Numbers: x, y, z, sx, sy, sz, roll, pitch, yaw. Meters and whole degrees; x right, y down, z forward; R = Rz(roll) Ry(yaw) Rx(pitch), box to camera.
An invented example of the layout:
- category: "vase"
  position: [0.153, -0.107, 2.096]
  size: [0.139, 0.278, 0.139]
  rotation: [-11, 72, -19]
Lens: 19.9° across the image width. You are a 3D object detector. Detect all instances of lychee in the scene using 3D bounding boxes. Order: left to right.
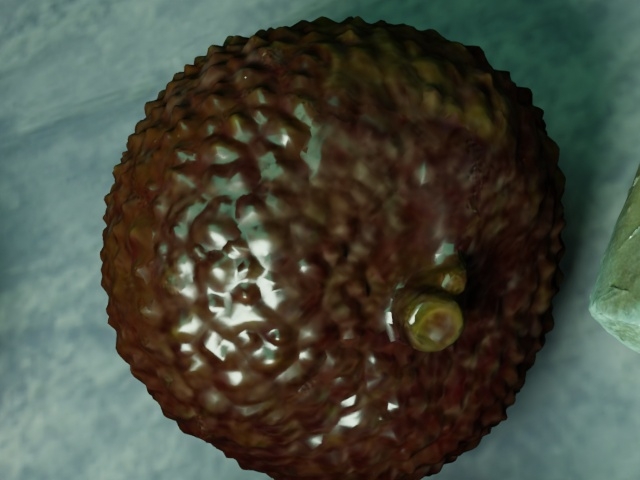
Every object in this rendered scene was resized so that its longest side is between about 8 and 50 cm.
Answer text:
- category: "lychee"
  position: [0.000, 0.004, 0.709]
  size: [0.194, 0.194, 0.194]
  rotation: [-9, 67, 23]

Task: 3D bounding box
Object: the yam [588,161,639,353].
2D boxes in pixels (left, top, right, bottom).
- category: "yam"
  position: [0.158, -0.030, 0.708]
  size: [0.068, 0.068, 0.169]
  rotation: [14, 77, 30]
